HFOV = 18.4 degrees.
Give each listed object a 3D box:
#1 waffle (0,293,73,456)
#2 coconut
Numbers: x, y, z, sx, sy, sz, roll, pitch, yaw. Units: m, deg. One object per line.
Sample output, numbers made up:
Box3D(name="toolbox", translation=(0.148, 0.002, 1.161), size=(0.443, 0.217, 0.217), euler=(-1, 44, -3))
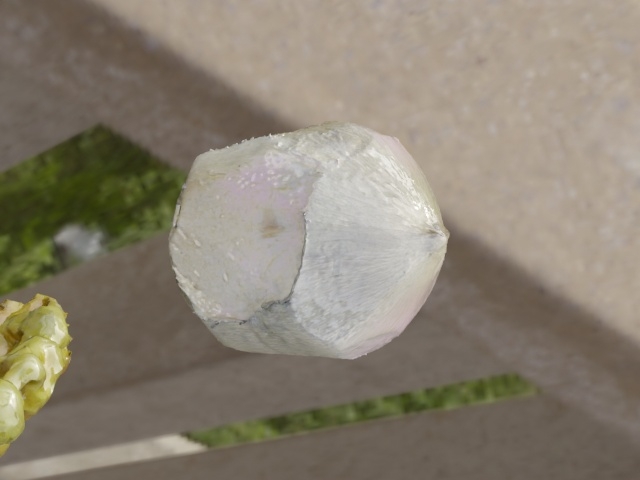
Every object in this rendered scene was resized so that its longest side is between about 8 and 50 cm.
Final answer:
Box3D(name="waffle", translation=(-0.263, 0.141, 1.107), size=(0.312, 0.307, 0.060), euler=(-37, 100, -3))
Box3D(name="coconut", translation=(0.000, 0.000, 0.854), size=(0.110, 0.124, 0.110), euler=(11, 76, -53))
